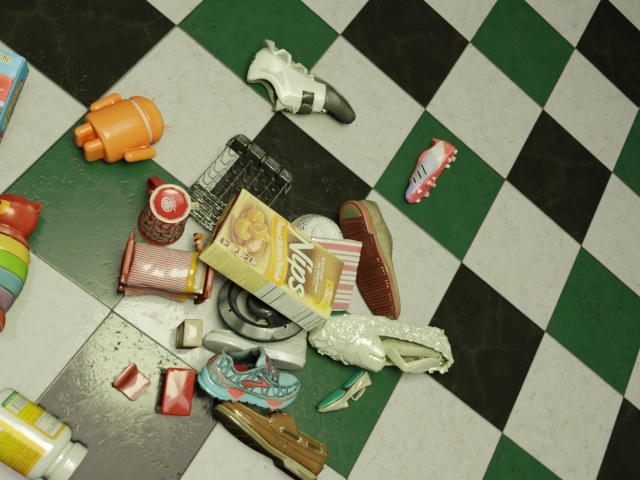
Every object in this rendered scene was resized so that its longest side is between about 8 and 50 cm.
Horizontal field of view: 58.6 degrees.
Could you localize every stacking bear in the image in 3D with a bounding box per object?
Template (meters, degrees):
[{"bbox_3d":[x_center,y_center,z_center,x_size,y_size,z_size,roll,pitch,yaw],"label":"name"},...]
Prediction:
[{"bbox_3d":[-0.682,0.031,1.183,0.175,0.164,0.289,6,60,5],"label":"stacking bear"}]

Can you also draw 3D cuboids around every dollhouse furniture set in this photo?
[{"bbox_3d":[-0.359,0.191,1.272,0.201,0.152,0.375,10,72,-20],"label":"dollhouse furniture set"}]

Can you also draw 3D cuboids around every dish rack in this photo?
[{"bbox_3d":[-0.214,-0.130,1.471,0.208,0.074,0.272,39,67,-7],"label":"dish rack"}]

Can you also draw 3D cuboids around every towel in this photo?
[{"bbox_3d":[0.022,0.087,1.482,0.144,0.029,0.197,7,104,-20],"label":"towel"}]

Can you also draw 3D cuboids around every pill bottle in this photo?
[{"bbox_3d":[-0.580,0.400,1.143,0.208,0.117,0.118,38,65,-9],"label":"pill bottle"}]

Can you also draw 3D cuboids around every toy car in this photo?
[{"bbox_3d":[-0.290,-0.034,1.368,0.040,0.060,0.122,-11,100,-11],"label":"toy car"}]

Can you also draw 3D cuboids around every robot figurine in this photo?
[{"bbox_3d":[-0.471,-0.266,1.368,0.219,0.128,0.158,-32,46,-26],"label":"robot figurine"}]

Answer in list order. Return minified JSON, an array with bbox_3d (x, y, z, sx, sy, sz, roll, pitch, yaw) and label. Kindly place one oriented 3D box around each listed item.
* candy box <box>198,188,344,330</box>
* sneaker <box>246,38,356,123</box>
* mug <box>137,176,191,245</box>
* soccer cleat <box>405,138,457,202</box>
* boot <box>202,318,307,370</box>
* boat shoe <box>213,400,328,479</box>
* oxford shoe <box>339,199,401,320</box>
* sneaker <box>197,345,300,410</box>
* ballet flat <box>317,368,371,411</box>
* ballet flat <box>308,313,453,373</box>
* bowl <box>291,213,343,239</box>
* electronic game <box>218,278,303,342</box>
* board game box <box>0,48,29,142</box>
[{"bbox_3d":[-0.103,0.047,1.323,0.316,0.087,0.183,36,45,-18],"label":"candy box"},{"bbox_3d":[-0.058,-0.399,1.596,0.330,0.122,0.146,32,84,-13],"label":"sneaker"},{"bbox_3d":[-0.374,-0.073,1.330,0.150,0.169,0.113,45,65,-6],"label":"mug"},{"bbox_3d":[0.316,-0.210,1.718,0.095,0.083,0.248,33,67,21],"label":"soccer cleat"},{"bbox_3d":[-0.153,0.230,1.396,0.258,0.095,0.124,19,57,-20],"label":"boot"},{"bbox_3d":[-0.113,0.450,1.339,0.307,0.110,0.104,44,60,-17],"label":"boat shoe"},{"bbox_3d":[0.166,0.050,1.553,0.130,0.122,0.349,-15,90,-44],"label":"oxford shoe"},{"bbox_3d":[-0.139,0.306,1.297,0.261,0.104,0.125,18,109,-38],"label":"sneaker"},{"bbox_3d":[0.067,0.394,1.451,0.168,0.057,0.052,-33,100,-26],"label":"ballet flat"},{"bbox_3d":[0.174,0.273,1.458,0.408,0.147,0.147,8,73,-24],"label":"ballet flat"},{"bbox_3d":[0.000,0.000,1.517,0.170,0.080,0.170,6,73,-22],"label":"bowl"},{"bbox_3d":[-0.134,0.153,1.387,0.229,0.048,0.229,7,42,-7],"label":"electronic game"},{"bbox_3d":[-0.838,-0.303,1.220,0.308,0.086,0.302,19,78,-17],"label":"board game box"}]
